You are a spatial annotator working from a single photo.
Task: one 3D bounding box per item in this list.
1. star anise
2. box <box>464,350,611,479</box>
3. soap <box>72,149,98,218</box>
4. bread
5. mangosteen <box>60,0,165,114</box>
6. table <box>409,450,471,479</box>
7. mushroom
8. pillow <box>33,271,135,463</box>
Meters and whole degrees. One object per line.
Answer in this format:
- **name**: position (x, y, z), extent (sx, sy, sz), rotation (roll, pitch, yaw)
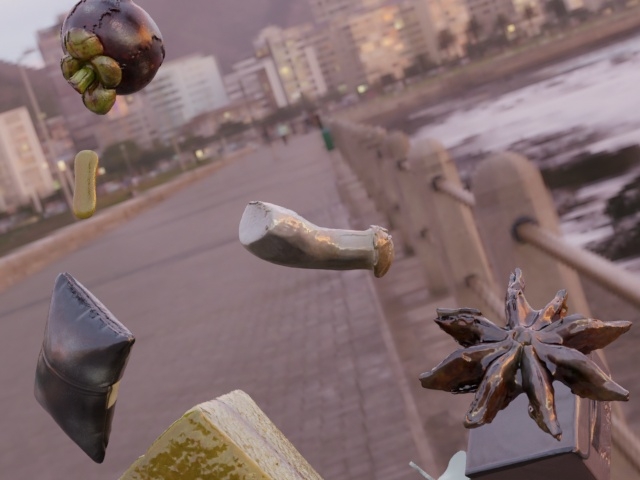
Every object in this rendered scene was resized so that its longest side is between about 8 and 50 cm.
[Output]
- **star anise**: position (0.265, 0.144, 1.607), extent (0.288, 0.088, 0.288), rotation (-6, 48, 6)
- **box**: position (0.337, 0.276, 1.909), extent (0.188, 0.153, 0.252), rotation (-18, 39, 26)
- **soap**: position (-0.297, -0.071, 1.583), extent (0.034, 0.089, 0.012), rotation (-4, -11, 18)
- **bread**: position (-0.101, 0.424, 1.885), extent (0.245, 0.361, 0.233), rotation (-48, -10, 9)
- **mangosteen**: position (-0.333, -0.294, 1.947), extent (0.166, 0.166, 0.180), rotation (-14, 36, 42)
- **table**: position (0.259, 0.489, 2.378), extent (0.166, 0.167, 0.198), rotation (-21, 16, -16)
- **mushroom**: position (-0.001, 0.003, 1.735), extent (0.223, 0.081, 0.092), rotation (15, -52, -21)
- **pillow**: position (-0.367, 0.196, 1.910), extent (0.106, 0.250, 0.186), rotation (-14, 41, -45)
